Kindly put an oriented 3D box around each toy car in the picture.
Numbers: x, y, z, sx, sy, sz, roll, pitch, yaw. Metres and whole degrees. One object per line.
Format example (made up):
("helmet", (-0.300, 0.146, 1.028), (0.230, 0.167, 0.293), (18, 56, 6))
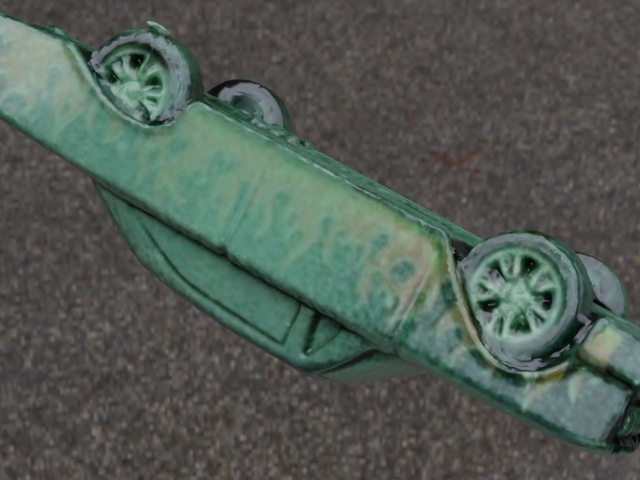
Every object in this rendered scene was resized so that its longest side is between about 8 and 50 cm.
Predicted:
("toy car", (0.000, 0.000, 0.600), (0.321, 0.097, 0.141), (29, 4, 20))
